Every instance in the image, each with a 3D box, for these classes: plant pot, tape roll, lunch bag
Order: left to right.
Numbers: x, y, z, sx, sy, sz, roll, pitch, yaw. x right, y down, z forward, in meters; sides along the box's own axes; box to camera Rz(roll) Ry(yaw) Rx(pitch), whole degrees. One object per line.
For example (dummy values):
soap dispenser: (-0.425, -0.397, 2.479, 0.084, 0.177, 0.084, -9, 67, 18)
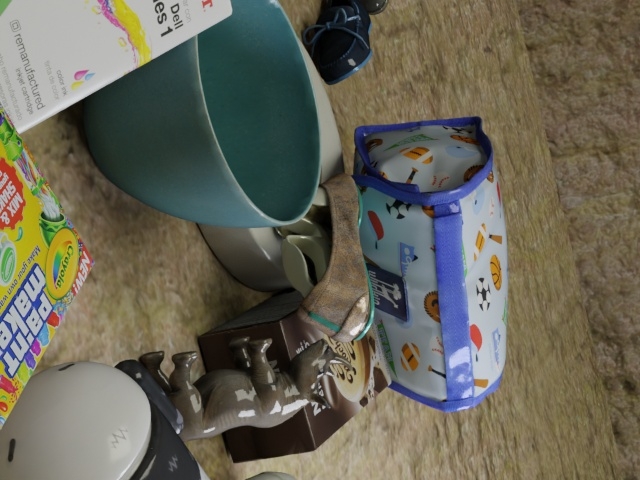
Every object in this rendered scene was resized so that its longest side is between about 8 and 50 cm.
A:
plant pot: (-0.148, -0.142, 1.547, 0.290, 0.195, 0.290, 40, 44, -54)
tape roll: (-0.074, -0.123, 1.865, 0.392, 0.072, 0.392, 42, 42, -53)
lunch bag: (0.154, 0.024, 1.969, 0.385, 0.238, 0.328, -98, -179, -70)

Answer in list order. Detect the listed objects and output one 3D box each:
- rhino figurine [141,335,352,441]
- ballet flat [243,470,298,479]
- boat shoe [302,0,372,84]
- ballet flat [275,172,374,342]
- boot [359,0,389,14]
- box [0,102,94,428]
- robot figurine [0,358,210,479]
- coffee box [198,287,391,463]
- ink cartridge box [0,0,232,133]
rhino figurine: (-0.077, 0.164, 1.574, 0.073, 0.243, 0.106, -172, -105, -69)
ballet flat: (-0.060, 0.465, 1.581, 0.139, 0.139, 0.400, 27, 51, -61)
boat shoe: (0.021, -0.323, 2.165, 0.089, 0.109, 0.258, 59, 13, -24)
ballet flat: (0.000, 0.000, 1.738, 0.106, 0.107, 0.316, 18, 30, -18)
boot: (0.033, -0.468, 2.261, 0.190, 0.076, 0.208, 66, 16, 6)
box: (-0.352, 0.013, 1.041, 0.290, 0.177, 0.279, -71, 143, -50)
robot figurine: (-0.199, 0.239, 1.293, 0.278, 0.173, 0.209, 61, -1, -35)
coffee box: (-0.024, 0.157, 1.782, 0.297, 0.118, 0.168, -28, 104, -66)
ink cartridge box: (-0.235, -0.253, 1.284, 0.278, 0.117, 0.201, -34, 134, -27)
